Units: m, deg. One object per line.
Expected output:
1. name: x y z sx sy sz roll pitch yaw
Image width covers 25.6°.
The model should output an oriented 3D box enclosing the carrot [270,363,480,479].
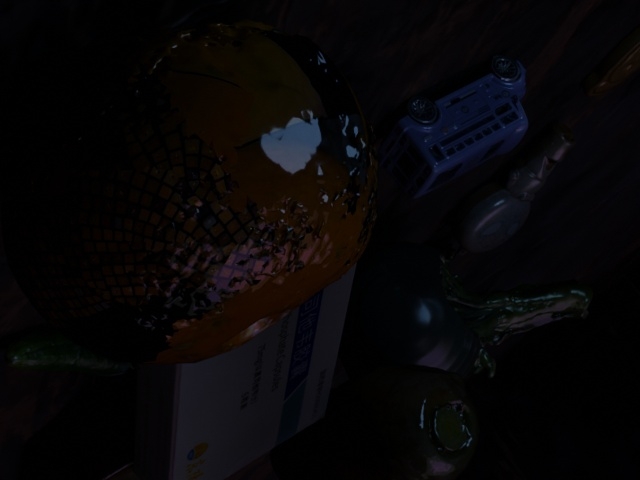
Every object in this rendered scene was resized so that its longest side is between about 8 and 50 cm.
1. carrot: 0.046 0.210 1.500 0.138 0.139 0.302 -28 178 -36

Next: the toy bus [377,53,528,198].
1. toy bus: 0.133 -0.104 1.309 0.167 0.076 0.073 -28 164 -32

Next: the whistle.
1. whistle: 0.237 -0.061 1.772 0.107 0.057 0.220 1 137 -48

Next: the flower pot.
1. flower pot: 0.090 0.098 1.623 0.157 0.189 0.243 -21 170 -3

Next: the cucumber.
1. cucumber: -0.205 0.092 1.168 0.039 0.039 0.168 -43 155 20

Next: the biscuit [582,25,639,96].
1. biscuit: 0.371 -0.219 1.648 0.118 0.023 0.140 -23 159 -45

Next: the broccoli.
1. broccoli: 0.217 0.098 1.847 0.274 0.177 0.198 0 -162 11

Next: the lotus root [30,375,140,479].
1. lotus root: -0.175 0.219 1.551 0.390 0.111 0.375 -43 163 21

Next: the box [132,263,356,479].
1. box: -0.070 0.093 1.288 0.200 0.065 0.343 -28 148 -29

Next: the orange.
1. orange: -0.077 -0.026 0.846 0.234 0.182 0.234 -34 179 -1
